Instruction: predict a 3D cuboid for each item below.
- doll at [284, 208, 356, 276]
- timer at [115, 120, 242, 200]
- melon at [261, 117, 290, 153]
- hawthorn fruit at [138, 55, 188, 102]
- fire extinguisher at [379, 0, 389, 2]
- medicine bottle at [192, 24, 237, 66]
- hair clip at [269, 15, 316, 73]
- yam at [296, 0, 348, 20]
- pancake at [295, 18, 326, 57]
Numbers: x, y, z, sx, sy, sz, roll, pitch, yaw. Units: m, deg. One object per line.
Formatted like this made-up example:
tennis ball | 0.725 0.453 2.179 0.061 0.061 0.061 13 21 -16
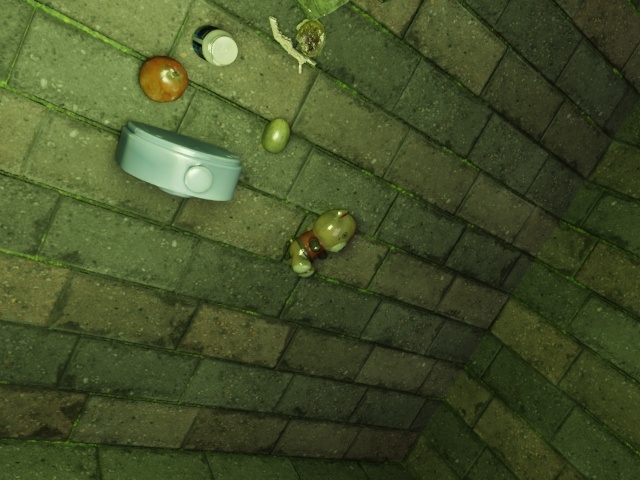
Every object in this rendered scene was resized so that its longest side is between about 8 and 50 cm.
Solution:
doll | 0.000 0.000 2.159 0.330 0.174 0.235 -37 158 -4
timer | -0.433 -0.226 1.654 0.395 0.395 0.173 13 104 -34
melon | -0.159 -0.377 1.902 0.098 0.098 0.131 14 103 -34
hawthorn fruit | -0.466 -0.506 1.621 0.189 0.149 0.149 -20 137 34
fire extinguisher | 0.216 -0.876 1.889 0.083 0.025 0.038 25 139 -36
medicine bottle | -0.323 -0.598 1.629 0.107 0.191 0.107 -13 121 -23
hair clip | -0.113 -0.664 1.807 0.072 0.034 0.226 -34 127 23
yam | -0.013 -0.860 1.672 0.202 0.201 0.271 -40 121 -6
pancake | -0.032 -0.709 1.841 0.116 0.022 0.129 -36 132 -8
